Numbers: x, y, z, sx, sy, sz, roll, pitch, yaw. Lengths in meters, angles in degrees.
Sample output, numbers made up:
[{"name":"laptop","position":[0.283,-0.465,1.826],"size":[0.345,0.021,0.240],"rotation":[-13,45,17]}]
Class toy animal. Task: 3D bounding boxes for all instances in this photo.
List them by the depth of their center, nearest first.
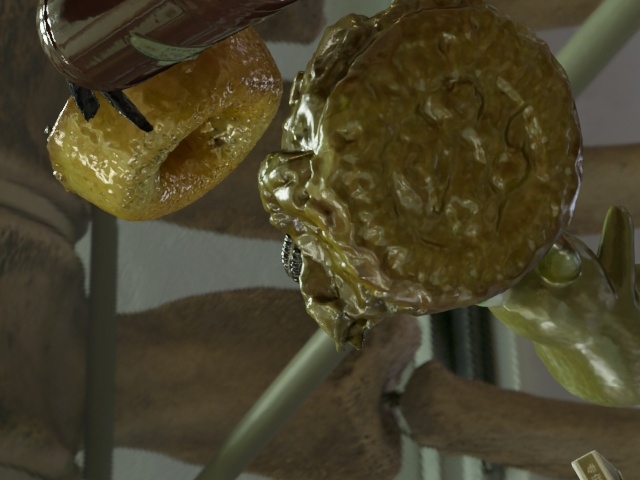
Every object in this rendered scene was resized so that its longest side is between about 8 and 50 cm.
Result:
[{"name":"toy animal","position":[0.254,0.046,1.244],"size":[0.363,0.181,0.180],"rotation":[39,-146,-35]}]

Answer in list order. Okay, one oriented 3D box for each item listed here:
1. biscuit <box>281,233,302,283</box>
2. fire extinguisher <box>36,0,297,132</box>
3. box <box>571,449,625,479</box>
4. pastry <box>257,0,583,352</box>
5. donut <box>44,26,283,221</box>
[{"name":"biscuit","position":[0.000,0.000,1.000],"size":[0.027,0.087,0.089],"rotation":[30,-141,26]},{"name":"fire extinguisher","position":[-0.115,-0.151,0.802],"size":[0.138,0.344,0.102],"rotation":[51,-120,-16]},{"name":"box","position":[0.277,0.272,0.959],"size":[0.029,0.109,0.198],"rotation":[-33,-119,11]},{"name":"pastry","position":[0.078,-0.061,0.863],"size":[0.235,0.132,0.240],"rotation":[-29,-77,-22]},{"name":"donut","position":[-0.150,-0.124,1.206],"size":[0.278,0.277,0.108],"rotation":[-37,-103,-30]}]
